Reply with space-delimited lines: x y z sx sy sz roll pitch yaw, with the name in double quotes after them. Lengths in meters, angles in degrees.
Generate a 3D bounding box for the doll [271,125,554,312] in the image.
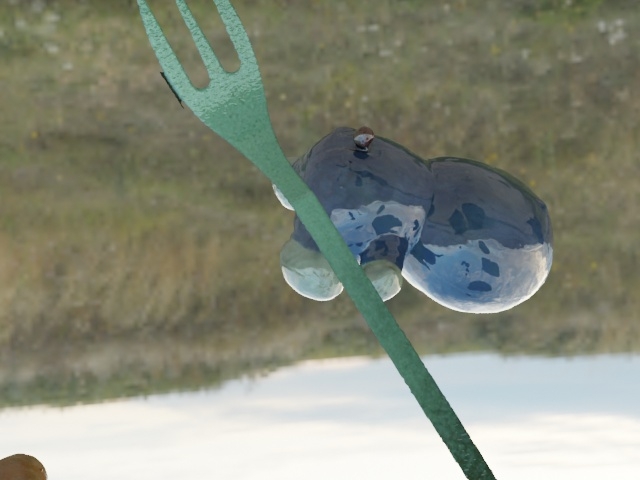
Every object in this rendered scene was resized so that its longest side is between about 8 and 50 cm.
0.093 -0.017 1.331 0.258 0.154 0.228 20 -150 -18 "doll"

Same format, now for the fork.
0.000 0.000 0.545 0.039 0.235 0.021 -30 175 -11 "fork"

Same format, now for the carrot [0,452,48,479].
-0.208 0.197 0.982 0.048 0.048 0.139 -4 -164 -15 "carrot"
